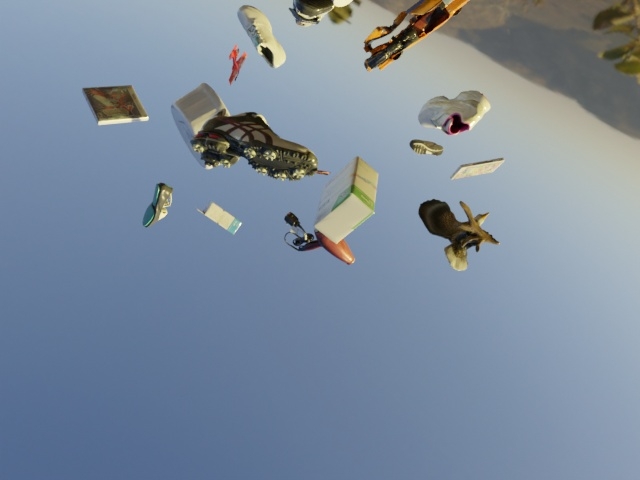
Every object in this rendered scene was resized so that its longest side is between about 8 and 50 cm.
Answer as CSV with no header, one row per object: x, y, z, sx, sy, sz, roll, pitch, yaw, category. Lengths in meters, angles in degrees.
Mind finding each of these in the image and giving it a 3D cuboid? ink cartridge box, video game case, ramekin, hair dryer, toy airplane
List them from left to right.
-0.799,-0.531,2.396,0.201,0.023,0.183,-15,-117,-36,video game case
-0.387,-0.376,2.070,0.135,0.277,0.277,-31,-129,-16,ramekin
-0.410,-0.105,2.463,0.180,0.060,0.104,36,179,-18,ink cartridge box
-0.297,-0.618,2.146,0.028,0.151,0.151,20,-159,3,toy airplane
0.000,0.000,2.282,0.293,0.080,0.223,28,157,13,hair dryer
0.074,-0.116,1.714,0.093,0.154,0.212,38,-148,-19,ink cartridge box
0.414,-0.190,1.629,0.122,0.087,0.011,-11,-103,-9,video game case

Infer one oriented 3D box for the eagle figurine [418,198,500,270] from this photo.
0.462,-0.028,2.036,0.225,0.226,0.298,-5,-175,-16,eagle figurine

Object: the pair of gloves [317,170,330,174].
0.002,-0.289,2.619,0.074,0.010,0.083,8,180,-9,pair of gloves

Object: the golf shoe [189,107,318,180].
-0.121,-0.196,1.196,0.273,0.120,0.105,15,155,21,golf shoe

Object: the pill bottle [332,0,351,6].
0.034,-0.708,1.650,0.086,0.086,0.152,-2,-117,-53,pill bottle

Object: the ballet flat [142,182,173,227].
-0.568,-0.119,2.171,0.074,0.203,0.074,21,-144,-16,ballet flat

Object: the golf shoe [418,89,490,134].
0.432,-0.422,2.109,0.115,0.140,0.306,40,159,-25,golf shoe

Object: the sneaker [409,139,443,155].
0.296,-0.267,1.755,0.109,0.040,0.044,9,-157,-27,sneaker

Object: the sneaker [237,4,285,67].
-0.189,-0.633,1.913,0.212,0.080,0.094,52,-148,-16,sneaker

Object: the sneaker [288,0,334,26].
-0.027,-0.692,1.831,0.122,0.146,0.330,23,-147,-8,sneaker

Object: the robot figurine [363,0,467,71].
0.212,-0.489,1.385,0.085,0.291,0.211,53,-161,-9,robot figurine
